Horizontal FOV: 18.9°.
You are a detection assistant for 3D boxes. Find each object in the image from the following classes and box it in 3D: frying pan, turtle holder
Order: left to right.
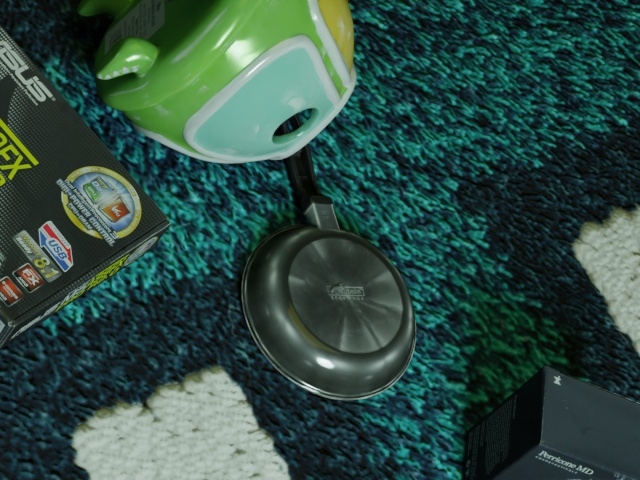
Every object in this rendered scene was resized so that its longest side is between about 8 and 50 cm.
[{"bbox_3d":[-0.068,-0.224,1.914,0.227,0.243,0.320,39,84,-29],"label":"turtle holder"},{"bbox_3d":[0.026,0.013,1.971,0.197,0.053,0.326,23,54,-16],"label":"frying pan"}]

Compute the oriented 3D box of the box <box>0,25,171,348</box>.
[{"bbox_3d":[-0.307,-0.056,1.811,0.270,0.060,0.216,49,50,7],"label":"box"}]

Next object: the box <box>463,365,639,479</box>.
[{"bbox_3d":[0.243,0.217,1.886,0.156,0.158,0.093,21,52,-16],"label":"box"}]
